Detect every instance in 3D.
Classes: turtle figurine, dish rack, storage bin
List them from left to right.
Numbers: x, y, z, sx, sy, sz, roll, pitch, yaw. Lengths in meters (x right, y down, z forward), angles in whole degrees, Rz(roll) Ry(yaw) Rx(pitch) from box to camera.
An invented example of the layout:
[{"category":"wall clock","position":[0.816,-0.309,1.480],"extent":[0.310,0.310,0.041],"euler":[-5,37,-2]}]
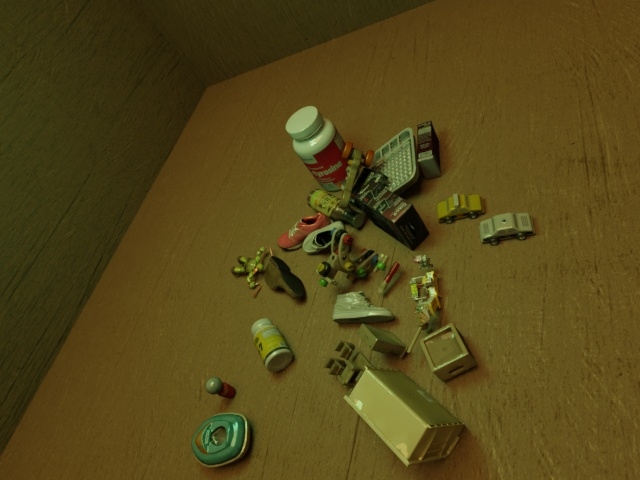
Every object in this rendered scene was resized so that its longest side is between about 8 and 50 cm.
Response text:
[{"category":"turtle figurine","position":[-0.358,0.143,2.022],"extent":[0.217,0.087,0.270],"euler":[-1,67,41]},{"category":"dish rack","position":[0.345,-0.333,1.872],"extent":[0.285,0.072,0.333],"euler":[-33,40,41]},{"category":"storage bin","position":[0.258,0.513,1.210],"extent":[0.262,0.260,0.123],"euler":[33,97,45]}]

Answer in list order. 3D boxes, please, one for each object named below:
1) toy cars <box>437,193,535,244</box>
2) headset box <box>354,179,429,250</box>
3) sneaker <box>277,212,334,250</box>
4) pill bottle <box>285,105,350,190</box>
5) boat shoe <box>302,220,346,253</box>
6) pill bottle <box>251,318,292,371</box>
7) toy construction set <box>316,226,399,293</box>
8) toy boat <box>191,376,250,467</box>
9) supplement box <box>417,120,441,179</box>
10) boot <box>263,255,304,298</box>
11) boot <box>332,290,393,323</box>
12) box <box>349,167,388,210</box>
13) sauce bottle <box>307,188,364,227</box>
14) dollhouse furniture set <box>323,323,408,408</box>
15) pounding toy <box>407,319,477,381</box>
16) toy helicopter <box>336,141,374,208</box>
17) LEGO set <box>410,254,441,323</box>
[{"category":"toy cars","position":[0.614,-0.099,1.547],"extent":[0.176,0.087,0.393],"euler":[-49,45,-7]},{"category":"headset box","position":[0.303,-0.100,1.667],"extent":[0.110,0.218,0.293],"euler":[-46,45,-2]},{"category":"sneaker","position":[-0.090,-0.058,1.961],"extent":[0.313,0.136,0.116],"euler":[-21,47,20]},{"category":"pill bottle","position":[0.008,-0.451,2.000],"extent":[0.228,0.408,0.229],"euler":[-19,49,22]},{"category":"boat shoe","position":[0.000,0.000,1.834],"extent":[0.267,0.096,0.088],"euler":[-24,6,40]},{"category":"pill bottle","position":[-0.209,0.431,1.683],"extent":[0.119,0.119,0.208],"euler":[-41,44,0]},{"category":"toy construction set","position":[0.130,0.120,1.639],"extent":[0.308,0.257,0.237],"euler":[30,88,28]},{"category":"toy boat","position":[-0.403,0.708,1.583],"extent":[0.267,0.148,0.319],"euler":[-23,48,19]},{"category":"supplement box","position":[0.494,-0.413,1.838],"extent":[0.073,0.130,0.240],"euler":[-11,51,28]},{"category":"boot","position":[-0.174,0.197,1.869],"extent":[0.115,0.112,0.305],"euler":[-58,39,11]},{"category":"boot","position":[0.164,0.253,1.579],"extent":[0.258,0.095,0.124],"euler":[-8,59,30]},{"category":"box","position":[0.215,-0.239,1.892],"extent":[0.191,0.045,0.184],"euler":[-60,26,7]},{"category":"sauce bottle","position":[0.072,-0.155,1.944],"extent":[0.111,0.111,0.344],"euler":[-51,45,-9]},{"category":"dollhouse furniture set","position":[0.168,0.437,1.427],"extent":[0.242,0.160,0.212],"euler":[-61,35,9]},{"category":"pounding toy","position":[0.390,0.358,1.357],"extent":[0.181,0.094,0.206],"euler":[-34,35,15]},{"category":"toy helicopter","position":[0.130,-0.267,1.856],"extent":[0.140,0.235,0.355],"euler":[19,49,-3]},{"category":"LEGO set","position":[0.364,0.199,1.464],"extent":[0.107,0.132,0.287],"euler":[-18,40,32]}]
